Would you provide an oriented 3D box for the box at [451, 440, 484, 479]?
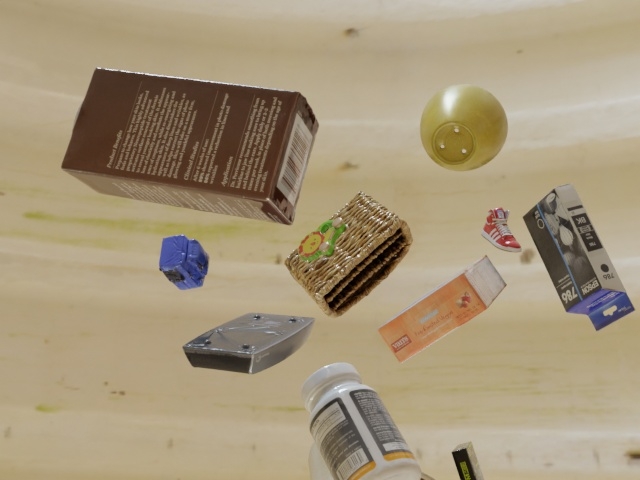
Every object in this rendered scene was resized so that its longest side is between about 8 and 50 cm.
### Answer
[{"bbox_3d":[0.379,0.599,2.134,0.191,0.045,0.184,28,-139,-75],"label":"box"}]

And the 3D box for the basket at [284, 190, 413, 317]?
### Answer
[{"bbox_3d":[0.100,0.065,2.194,0.299,0.223,0.213,-42,-55,-5],"label":"basket"}]

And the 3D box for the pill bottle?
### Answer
[{"bbox_3d":[0.072,0.391,1.723,0.162,0.162,0.278,44,-169,-49],"label":"pill bottle"}]

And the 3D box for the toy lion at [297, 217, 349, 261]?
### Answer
[{"bbox_3d":[0.000,0.000,1.776,0.034,0.096,0.100,47,-119,-36],"label":"toy lion"}]

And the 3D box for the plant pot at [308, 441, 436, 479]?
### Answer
[{"bbox_3d":[0.107,0.592,2.035,0.305,0.334,0.333,-120,8,-67],"label":"plant pot"}]

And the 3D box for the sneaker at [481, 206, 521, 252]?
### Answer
[{"bbox_3d":[0.352,-0.023,1.653,0.042,0.118,0.067,2,-70,-24],"label":"sneaker"}]

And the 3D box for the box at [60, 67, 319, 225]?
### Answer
[{"bbox_3d":[-0.213,-0.156,1.424,0.143,0.382,0.191,51,-128,-68],"label":"box"}]

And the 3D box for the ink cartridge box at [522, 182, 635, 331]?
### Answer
[{"bbox_3d":[0.603,0.048,2.033,0.065,0.165,0.332,-14,-110,-23],"label":"ink cartridge box"}]

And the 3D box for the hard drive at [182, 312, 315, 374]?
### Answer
[{"bbox_3d":[-0.132,0.196,1.665,0.255,0.172,0.054,-22,-68,-63],"label":"hard drive"}]

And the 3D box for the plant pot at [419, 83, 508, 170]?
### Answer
[{"bbox_3d":[0.206,-0.157,1.282,0.095,0.134,0.134,-51,-53,-61],"label":"plant pot"}]

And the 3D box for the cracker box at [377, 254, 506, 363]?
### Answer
[{"bbox_3d":[0.194,0.101,1.327,0.067,0.156,0.232,57,-161,7],"label":"cracker box"}]

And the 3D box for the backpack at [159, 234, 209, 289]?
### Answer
[{"bbox_3d":[-0.304,0.058,1.964,0.120,0.101,0.098,65,-154,-50],"label":"backpack"}]
